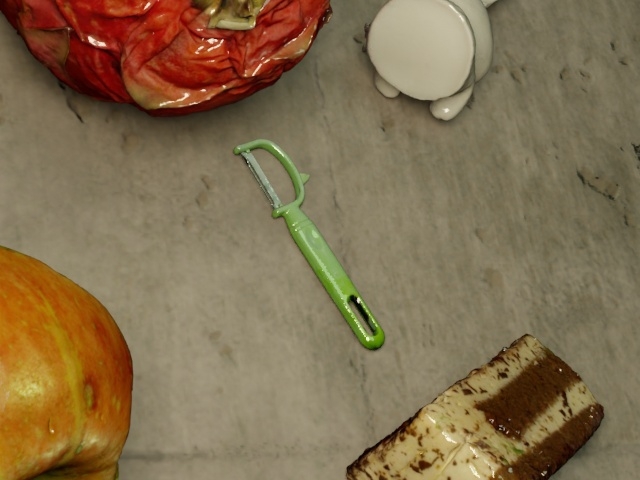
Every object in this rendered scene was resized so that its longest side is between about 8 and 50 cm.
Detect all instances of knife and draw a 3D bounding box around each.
[{"bbox_3d":[0.000,0.000,1.384,0.054,0.015,0.212,-22,73,-38],"label":"knife"}]

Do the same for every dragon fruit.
[{"bbox_3d":[-0.137,-0.239,1.298,0.277,0.277,0.342,-26,38,-31],"label":"dragon fruit"}]

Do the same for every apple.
[{"bbox_3d":[-0.254,0.103,1.092,0.246,0.246,0.226,-26,62,-31],"label":"apple"}]

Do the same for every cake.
[{"bbox_3d":[0.153,0.147,1.300,0.246,0.135,0.112,-32,79,-32],"label":"cake"}]

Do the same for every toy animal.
[{"bbox_3d":[0.116,-0.199,1.503,0.103,0.131,0.221,7,27,17],"label":"toy animal"}]
